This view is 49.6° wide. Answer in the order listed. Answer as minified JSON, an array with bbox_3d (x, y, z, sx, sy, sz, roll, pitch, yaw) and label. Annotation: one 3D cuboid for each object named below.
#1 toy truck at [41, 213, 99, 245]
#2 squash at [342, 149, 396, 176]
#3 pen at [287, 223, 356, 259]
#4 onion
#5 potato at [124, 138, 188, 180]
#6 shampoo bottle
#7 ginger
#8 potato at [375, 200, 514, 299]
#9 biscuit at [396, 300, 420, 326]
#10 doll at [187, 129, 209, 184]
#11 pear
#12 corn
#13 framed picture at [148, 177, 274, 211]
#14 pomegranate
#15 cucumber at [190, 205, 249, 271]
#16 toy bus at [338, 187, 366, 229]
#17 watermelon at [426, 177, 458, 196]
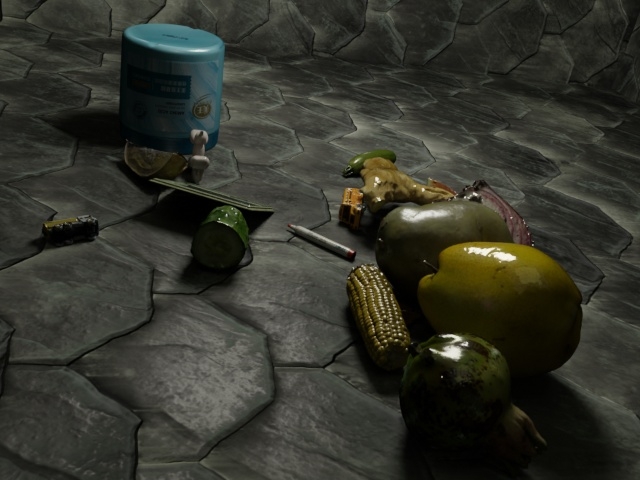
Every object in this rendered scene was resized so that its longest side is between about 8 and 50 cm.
[{"bbox_3d":[-0.604,-0.028,1.676,0.123,0.052,0.063,-14,30,-34],"label":"toy truck"},{"bbox_3d":[0.167,-0.268,2.343,0.252,0.066,0.066,-18,39,-42],"label":"squash"},{"bbox_3d":[0.000,0.000,1.849,0.218,0.026,0.026,24,32,25],"label":"pen"},{"bbox_3d":[0.424,-0.007,1.900,0.314,0.146,0.280,-18,63,-40],"label":"onion"},{"bbox_3d":[-0.484,-0.213,2.041,0.261,0.100,0.120,17,-13,41],"label":"potato"},{"bbox_3d":[-0.487,-0.502,2.270,0.331,0.343,0.331,8,28,-4],"label":"shampoo bottle"},{"bbox_3d":[0.201,-0.174,2.053,0.348,0.122,0.363,11,25,-43],"label":"ginger"},{"bbox_3d":[0.294,0.030,1.664,0.326,0.243,0.221,-7,21,-6],"label":"potato"},{"bbox_3d":[0.184,0.170,1.608,0.082,0.016,0.092,-9,33,-23],"label":"biscuit"},{"bbox_3d":[-0.365,-0.251,2.071,0.059,0.161,0.160,6,11,-15],"label":"doll"},{"bbox_3d":[0.374,0.143,1.451,0.336,0.285,0.285,4,28,3],"label":"pear"},{"bbox_3d":[0.122,0.157,1.520,0.115,0.115,0.318,4,29,-12],"label":"corn"},{"bbox_3d":[-0.289,-0.126,1.892,0.296,0.019,0.232,16,5,10],"label":"framed picture"},{"bbox_3d":[0.273,0.283,1.230,0.276,0.204,0.222,24,49,28],"label":"pomegranate"},{"bbox_3d":[-0.237,-0.029,1.728,0.134,0.134,0.244,10,25,0],"label":"cucumber"},{"bbox_3d":[0.093,-0.094,2.002,0.074,0.070,0.162,10,27,2],"label":"toy bus"},{"bbox_3d":[0.377,-0.116,2.140,0.069,0.087,0.163,-36,43,-13],"label":"watermelon"}]
